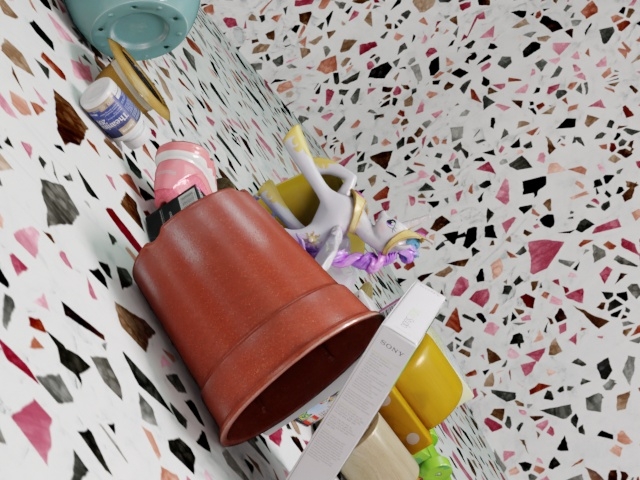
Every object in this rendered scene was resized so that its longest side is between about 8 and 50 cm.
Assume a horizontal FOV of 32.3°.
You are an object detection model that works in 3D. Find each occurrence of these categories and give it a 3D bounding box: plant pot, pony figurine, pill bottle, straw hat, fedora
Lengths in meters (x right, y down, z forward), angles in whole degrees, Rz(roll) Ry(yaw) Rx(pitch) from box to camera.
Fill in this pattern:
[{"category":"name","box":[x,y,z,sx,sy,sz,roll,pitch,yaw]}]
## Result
[{"category":"plant pot","box":[-0.101,0.090,1.496,0.265,0.272,0.272,50,6,17]},{"category":"pony figurine","box":[0.000,0.000,2.218,0.363,0.351,0.303,39,-2,15]},{"category":"pill bottle","box":[-0.336,-0.207,1.833,0.120,0.067,0.067,49,11,-38]},{"category":"plant pot","box":[-0.356,-0.484,2.088,0.293,0.293,0.235,41,33,-60]},{"category":"straw hat","box":[0.073,0.163,2.725,0.061,0.145,0.144,15,-9,24]},{"category":"fedora","box":[-0.346,-0.270,1.974,0.194,0.079,0.194,53,3,-4]},{"category":"plant pot","box":[-0.010,-0.020,2.569,0.187,0.212,0.212,67,-2,-46]}]

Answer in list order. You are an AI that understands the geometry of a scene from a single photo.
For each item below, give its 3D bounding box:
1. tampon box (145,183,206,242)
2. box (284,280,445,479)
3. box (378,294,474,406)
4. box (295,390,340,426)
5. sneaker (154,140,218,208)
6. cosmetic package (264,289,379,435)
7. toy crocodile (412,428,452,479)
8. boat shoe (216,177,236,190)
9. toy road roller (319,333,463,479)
[{"category":"tampon box","box":[-0.182,0.018,1.743,0.161,0.101,0.120,49,12,-42]},{"category":"box","box":[0.049,0.220,1.478,0.058,0.322,0.232,33,18,7]},{"category":"box","box":[0.168,0.276,2.358,0.243,0.213,0.117,52,10,-23]},{"category":"box","box":[-0.022,0.238,1.787,0.036,0.114,0.207,61,11,30]},{"category":"sneaker","box":[-0.203,-0.024,1.879,0.314,0.115,0.136,57,35,-45]},{"category":"cosmetic package","box":[-0.008,0.182,1.643,0.060,0.239,0.099,44,16,-55]},{"category":"toy crocodile","box":[0.175,0.428,2.279,0.340,0.105,0.115,42,16,-42]},{"category":"boat shoe","box":[-0.190,-0.076,2.023,0.060,0.064,0.178,57,-19,-25]},{"category":"toy road roller","box":[0.134,0.303,1.983,0.202,0.240,0.329,53,9,-18]}]
